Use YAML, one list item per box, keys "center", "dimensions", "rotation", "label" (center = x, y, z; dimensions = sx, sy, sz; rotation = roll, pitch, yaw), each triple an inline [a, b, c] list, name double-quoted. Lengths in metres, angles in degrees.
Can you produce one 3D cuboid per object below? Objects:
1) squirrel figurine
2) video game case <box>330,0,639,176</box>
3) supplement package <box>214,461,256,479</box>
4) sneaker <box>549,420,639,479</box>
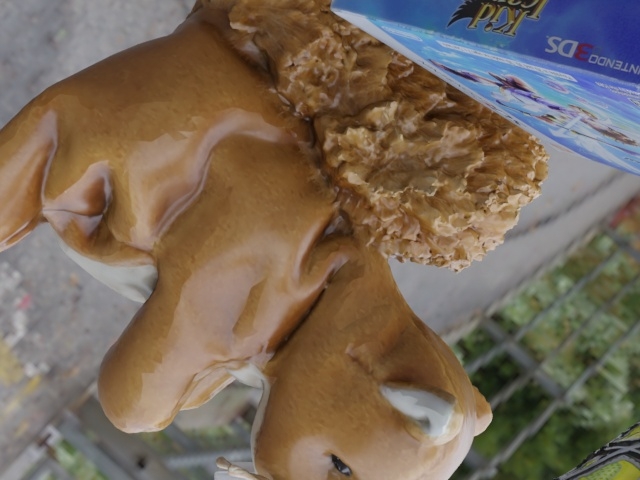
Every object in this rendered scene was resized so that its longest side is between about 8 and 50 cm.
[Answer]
- center: [0.000, 0.000, 1.110]
  dimensions: [0.397, 0.370, 0.281]
  rotation: [-47, 163, 0]
  label: "squirrel figurine"
- center: [0.176, -0.091, 0.904]
  dimensions: [0.244, 0.269, 0.061]
  rotation: [24, 91, -40]
  label: "video game case"
- center: [-0.037, 0.278, 1.258]
  dimensions: [0.105, 0.105, 0.179]
  rotation: [75, 17, -85]
  label: "supplement package"
- center: [0.125, 0.162, 0.735]
  dimensions: [0.147, 0.145, 0.385]
  rotation: [-4, -174, 32]
  label: "sneaker"
